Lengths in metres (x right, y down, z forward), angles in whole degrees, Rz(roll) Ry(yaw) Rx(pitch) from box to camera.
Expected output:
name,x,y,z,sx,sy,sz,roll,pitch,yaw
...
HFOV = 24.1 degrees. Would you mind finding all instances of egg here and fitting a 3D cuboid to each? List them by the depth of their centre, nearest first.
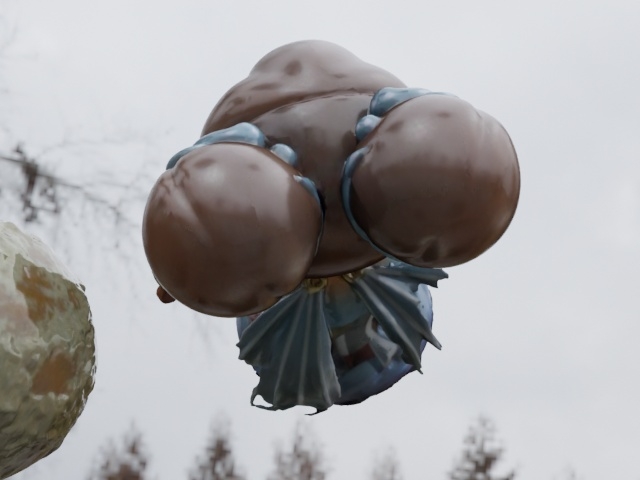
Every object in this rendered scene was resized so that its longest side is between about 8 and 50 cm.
name,x,y,z,sx,sy,sz,roll,pitch,yaw
egg,-0.262,0.076,1.045,0.203,0.203,0.245,0,-11,20

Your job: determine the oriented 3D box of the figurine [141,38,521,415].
name,x,y,z,sx,sy,sz,roll,pitch,yaw
figurine,-0.001,0.000,1.216,0.276,0.248,0.388,-15,-32,-7
